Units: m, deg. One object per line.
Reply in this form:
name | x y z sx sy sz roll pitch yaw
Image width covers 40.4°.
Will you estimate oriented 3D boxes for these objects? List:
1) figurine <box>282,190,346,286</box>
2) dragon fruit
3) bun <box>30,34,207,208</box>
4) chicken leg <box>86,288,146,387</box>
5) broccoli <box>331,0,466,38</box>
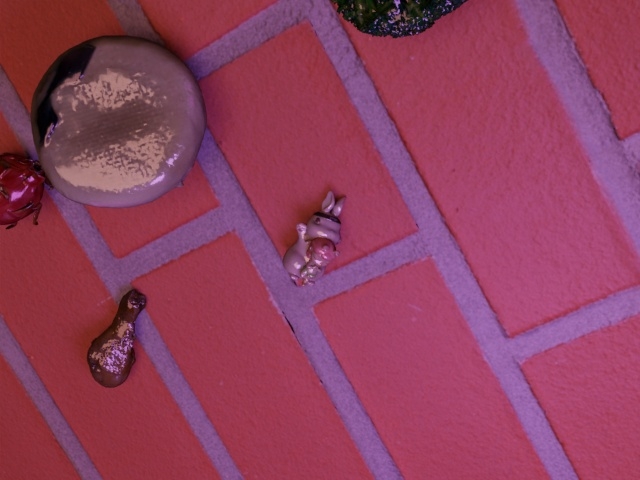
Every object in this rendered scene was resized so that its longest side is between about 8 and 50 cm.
figurine | 0.008 0.004 1.418 0.146 0.081 0.098 -54 52 22
dragon fruit | -0.544 -0.094 1.518 0.166 0.133 0.136 -31 139 23
bun | -0.316 -0.186 1.403 0.283 0.179 0.283 0 89 -1
chicken leg | -0.369 0.179 1.585 0.085 0.069 0.197 25 105 5
broccoli | 0.087 -0.414 1.160 0.298 0.297 0.297 14 110 43
